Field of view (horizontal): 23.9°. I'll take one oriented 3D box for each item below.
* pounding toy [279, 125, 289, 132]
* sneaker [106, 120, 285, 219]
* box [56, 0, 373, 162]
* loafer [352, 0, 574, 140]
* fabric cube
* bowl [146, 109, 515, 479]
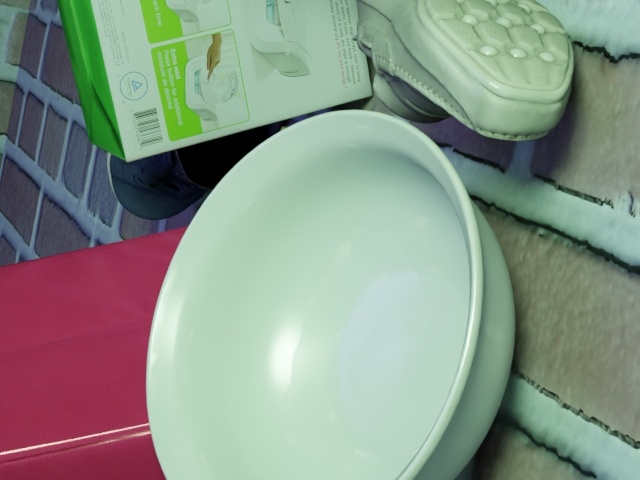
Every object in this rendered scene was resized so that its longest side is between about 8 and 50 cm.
[{"bbox_3d":[0.000,0.000,1.257,0.141,0.100,0.130,-102,29,-63],"label":"pounding toy"},{"bbox_3d":[-0.131,-0.091,1.532,0.350,0.131,0.148,128,148,-50],"label":"sneaker"},{"bbox_3d":[-0.098,-0.224,1.262,0.127,0.231,0.262,26,130,63],"label":"box"},{"bbox_3d":[0.091,-0.129,1.054,0.319,0.112,0.111,-111,31,-63],"label":"loafer"},{"bbox_3d":[-0.167,0.171,1.258,0.259,0.258,0.254,-114,16,-53],"label":"fabric cube"},{"bbox_3d":[0.027,0.072,1.029,0.298,0.134,0.298,-19,61,38],"label":"bowl"}]
